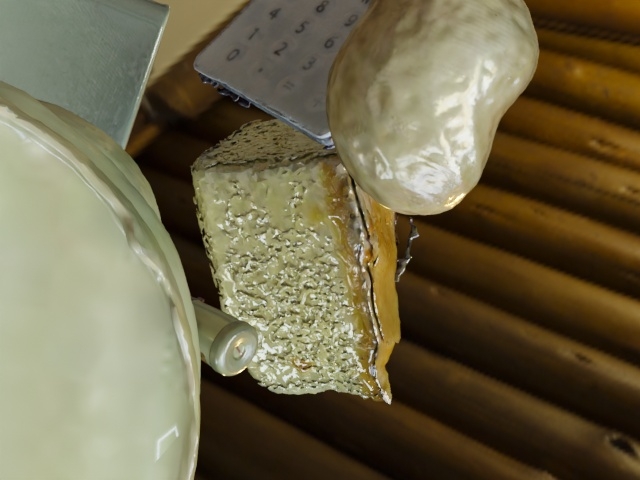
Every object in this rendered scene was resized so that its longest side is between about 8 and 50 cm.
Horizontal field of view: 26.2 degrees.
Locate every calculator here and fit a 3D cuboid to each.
[{"bbox_3d":[0.035,-0.195,1.079,0.161,0.021,0.262,31,-106,35],"label":"calculator"}]

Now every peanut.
[{"bbox_3d":[0.071,-0.124,0.720,0.085,0.104,0.228,-162,-90,-75],"label":"peanut"}]

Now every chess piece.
[{"bbox_3d":[-0.165,0.027,0.614,0.234,0.234,0.442,-25,-173,-1],"label":"chess piece"}]

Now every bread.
[{"bbox_3d":[0.000,0.000,1.734,0.248,0.315,0.279,-3,-152,19],"label":"bread"}]

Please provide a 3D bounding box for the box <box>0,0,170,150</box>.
[{"bbox_3d":[-0.408,-0.202,1.780,0.177,0.343,0.352,-131,-120,-80],"label":"box"}]

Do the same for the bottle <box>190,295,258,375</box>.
[{"bbox_3d":[-0.100,0.074,1.134,0.101,0.063,0.047,26,-133,36],"label":"bottle"}]
